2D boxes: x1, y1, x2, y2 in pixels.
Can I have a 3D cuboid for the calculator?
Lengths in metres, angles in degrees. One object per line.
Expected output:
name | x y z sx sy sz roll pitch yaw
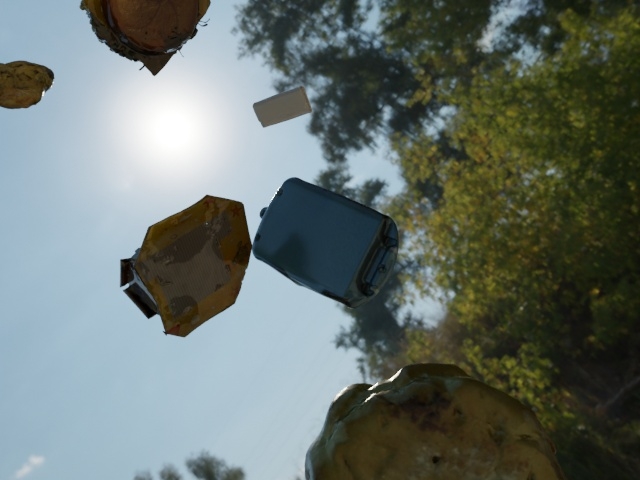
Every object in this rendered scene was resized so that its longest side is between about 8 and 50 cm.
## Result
calculator | 0.000 0.000 1.180 0.051 0.293 0.173 28 -92 -56

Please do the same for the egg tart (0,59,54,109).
egg tart | -0.512 -0.257 1.160 0.130 0.052 0.130 -14 -12 -3

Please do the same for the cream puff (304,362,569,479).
cream puff | 0.142 0.308 0.855 0.291 0.324 0.257 -59 -10 -4

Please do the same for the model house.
model house | -0.233 0.023 1.160 0.219 0.136 0.207 -38 -55 -31

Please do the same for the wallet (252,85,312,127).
wallet | -0.083 -0.286 1.490 0.122 0.061 0.025 -14 22 24

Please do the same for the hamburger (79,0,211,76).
hamburger | -0.348 -0.466 1.369 0.243 0.139 0.261 -53 -54 -13
